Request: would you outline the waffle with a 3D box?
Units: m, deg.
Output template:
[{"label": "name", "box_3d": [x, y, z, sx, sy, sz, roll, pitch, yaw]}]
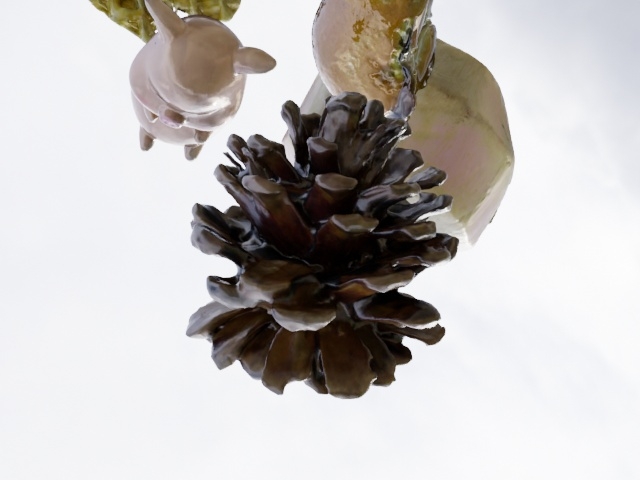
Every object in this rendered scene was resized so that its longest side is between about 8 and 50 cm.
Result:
[{"label": "waffle", "box_3d": [-0.215, -0.399, 1.932, 0.261, 0.056, 0.250, 33, -102, 15]}]

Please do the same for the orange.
[{"label": "orange", "box_3d": [0.048, -0.179, 1.158, 0.160, 0.112, 0.170, 76, -165, -72]}]

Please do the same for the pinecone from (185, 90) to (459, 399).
[{"label": "pinecone", "box_3d": [0.001, 0.002, 0.875, 0.150, 0.179, 0.195, 18, -92, -72]}]

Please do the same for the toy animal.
[{"label": "toy animal", "box_3d": [-0.165, -0.205, 1.751, 0.166, 0.250, 0.154, 8, -104, -15]}]

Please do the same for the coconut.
[{"label": "coconut", "box_3d": [0.074, -0.083, 1.340, 0.237, 0.237, 0.197, 56, 175, 5]}]
